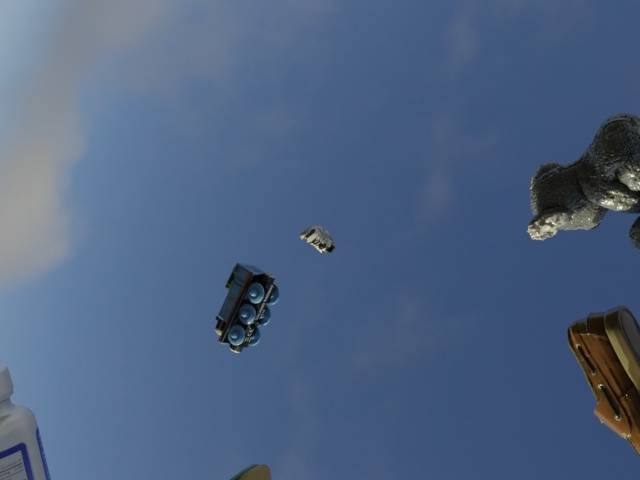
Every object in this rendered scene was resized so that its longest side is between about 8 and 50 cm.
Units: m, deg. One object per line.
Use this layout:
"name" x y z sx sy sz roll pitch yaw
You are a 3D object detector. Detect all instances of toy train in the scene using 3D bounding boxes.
"toy train" -0.158 0.139 1.586 0.105 0.080 0.184 31 -79 34

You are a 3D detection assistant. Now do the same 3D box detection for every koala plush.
"koala plush" 0.441 -0.087 1.246 0.221 0.203 0.196 -21 -148 34

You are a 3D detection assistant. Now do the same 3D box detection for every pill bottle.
"pill bottle" -0.452 0.315 1.033 0.152 0.152 0.271 -6 -82 55

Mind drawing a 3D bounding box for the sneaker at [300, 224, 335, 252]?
"sneaker" 0.000 0.000 1.188 0.032 0.083 0.037 -38 -112 20

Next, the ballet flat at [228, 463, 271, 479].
"ballet flat" -0.114 0.318 0.744 0.073 0.232 0.080 30 -38 30

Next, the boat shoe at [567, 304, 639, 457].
"boat shoe" 0.495 0.258 1.213 0.104 0.111 0.307 -26 -100 38
